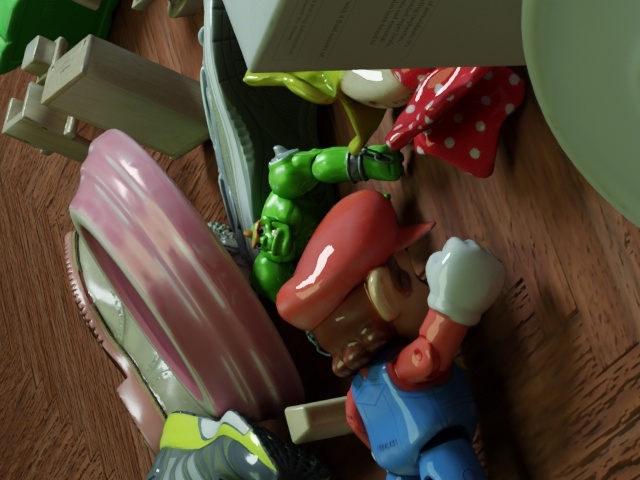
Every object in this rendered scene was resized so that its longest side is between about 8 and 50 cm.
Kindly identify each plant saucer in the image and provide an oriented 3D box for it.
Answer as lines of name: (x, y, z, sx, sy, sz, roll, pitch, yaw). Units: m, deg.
plant saucer: (-0.142, 0.049, 1.484, 0.332, 0.084, 0.332, 52, 167, 17)

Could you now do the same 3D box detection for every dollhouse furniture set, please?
dollhouse furniture set: (-0.183, -0.284, 1.692, 0.303, 0.174, 0.355, -25, 49, 52)
dollhouse furniture set: (0.013, 0.137, 1.324, 0.081, 0.114, 0.091, 130, 128, -61)

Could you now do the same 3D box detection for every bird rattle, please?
bird rattle: (0.058, -0.163, 1.179, 0.253, 0.143, 0.207, 5, 82, 61)

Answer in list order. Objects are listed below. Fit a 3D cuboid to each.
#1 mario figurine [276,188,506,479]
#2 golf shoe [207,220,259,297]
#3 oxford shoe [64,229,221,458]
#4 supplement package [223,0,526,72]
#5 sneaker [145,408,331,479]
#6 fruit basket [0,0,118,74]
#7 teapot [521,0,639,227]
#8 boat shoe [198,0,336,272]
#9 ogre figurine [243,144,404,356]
mario figurine: (0.094, 0.106, 1.189, 0.198, 0.170, 0.320, -26, 79, 25)
golf shoe: (-0.114, 0.026, 1.626, 0.176, 0.069, 0.086, 15, 114, 64)
oxford shoe: (-0.183, 0.104, 1.716, 0.348, 0.130, 0.123, 57, 177, 32)
supplement package: (0.090, -0.221, 0.897, 0.177, 0.293, 0.175, -61, 42, 48)
sneaker: (-0.087, 0.233, 1.412, 0.121, 0.111, 0.300, -64, 17, -17)
fruit basket: (-0.383, -0.451, 1.915, 0.392, 0.283, 0.392, 30, 131, 42)
teapot: (0.240, -0.117, 0.750, 0.256, 0.187, 0.252, 31, 146, 29)
boat shoe: (-0.058, -0.119, 1.430, 0.103, 0.118, 0.320, -2, 99, 62)
ogre figurine: (0.000, 0.000, 1.327, 0.118, 0.097, 0.197, 18, 132, 18)
